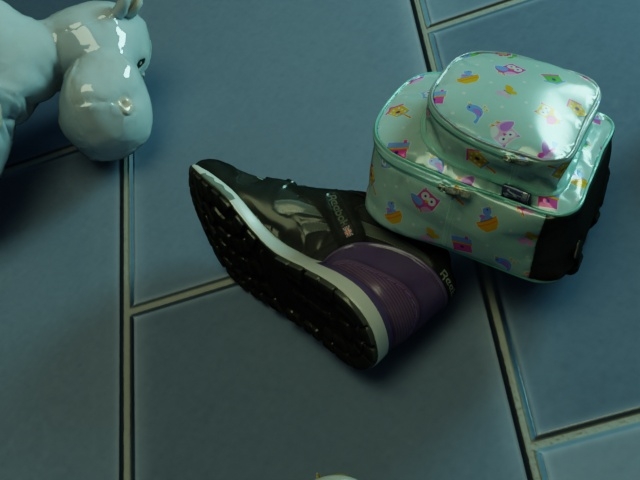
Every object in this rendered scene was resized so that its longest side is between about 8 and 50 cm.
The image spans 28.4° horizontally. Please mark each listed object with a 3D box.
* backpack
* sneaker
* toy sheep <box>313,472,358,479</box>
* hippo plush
[{"bbox_3d":[0.132,-0.068,1.027,0.188,0.144,0.166,12,42,20],"label":"backpack"},{"bbox_3d":[0.000,0.000,1.109,0.124,0.107,0.283,-32,49,-24],"label":"sneaker"},{"bbox_3d":[0.017,0.218,0.911,0.091,0.091,0.132,-20,29,8],"label":"toy sheep"},{"bbox_3d":[-0.297,-0.161,1.325,0.236,0.234,0.294,-3,61,-18],"label":"hippo plush"}]
